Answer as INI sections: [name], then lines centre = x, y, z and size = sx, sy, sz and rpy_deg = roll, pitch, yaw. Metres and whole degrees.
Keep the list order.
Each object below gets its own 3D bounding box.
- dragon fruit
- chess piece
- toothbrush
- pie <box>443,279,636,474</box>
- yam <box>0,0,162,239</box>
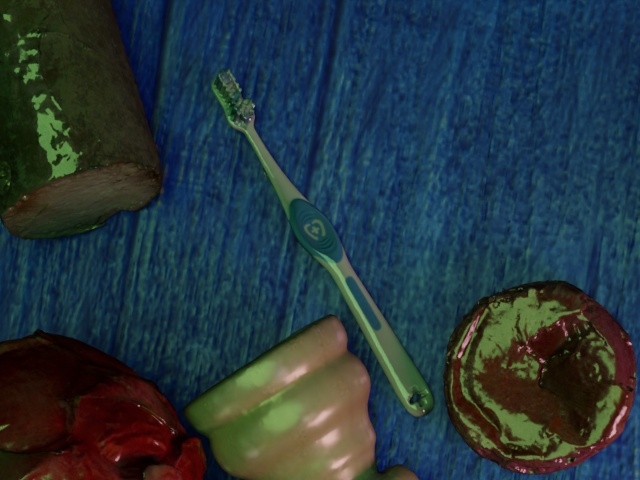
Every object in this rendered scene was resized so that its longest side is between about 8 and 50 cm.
[dragon fruit]
centre = -0.234, 0.221, 1.288
size = 0.342, 0.277, 0.277
rpy_deg = 41, 90, 28
[chess piece]
centre = 0.022, 0.232, 1.334
size = 0.167, 0.167, 0.299
rpy_deg = -33, 87, 3
[toothbrush]
centre = -0.001, 0.001, 1.421
size = 0.040, 0.040, 0.386
rpy_deg = -31, 83, 3
[pie]
centre = 0.201, 0.126, 1.363
size = 0.182, 0.049, 0.182
rpy_deg = -2, 77, 9
[yam]
centre = -0.264, -0.165, 1.415
size = 0.168, 0.168, 0.304
rpy_deg = -20, 82, 5
